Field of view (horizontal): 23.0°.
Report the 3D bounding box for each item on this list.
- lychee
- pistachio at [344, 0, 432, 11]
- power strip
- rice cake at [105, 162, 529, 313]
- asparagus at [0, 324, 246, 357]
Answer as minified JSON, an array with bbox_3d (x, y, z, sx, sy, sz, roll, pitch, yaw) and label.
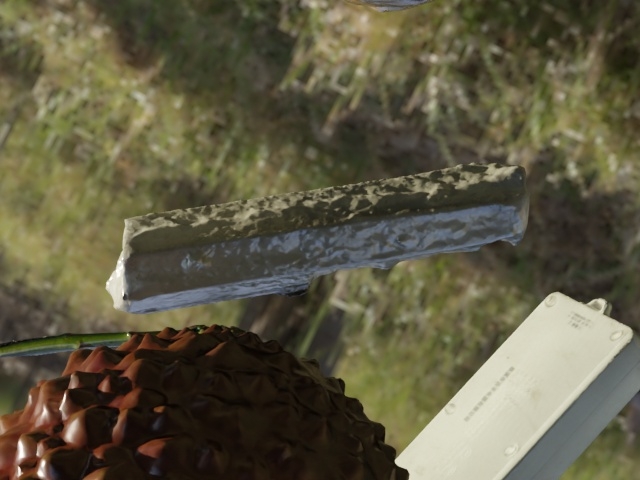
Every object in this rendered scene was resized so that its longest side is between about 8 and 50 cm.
[{"bbox_3d":[-0.075,0.183,0.819,0.275,0.276,0.304,21,-171,33],"label":"lychee"},{"bbox_3d":[0.067,-0.237,0.949,0.138,0.238,0.153,14,144,38],"label":"pistachio"},{"bbox_3d":[0.079,0.182,1.069,0.043,0.367,0.106,48,172,-27],"label":"power strip"},{"bbox_3d":[0.000,0.000,0.931,0.256,0.052,0.057,-9,149,-9],"label":"rice cake"},{"bbox_3d":[-0.126,0.062,0.966,0.166,0.016,0.013,-5,164,10],"label":"asparagus"}]
